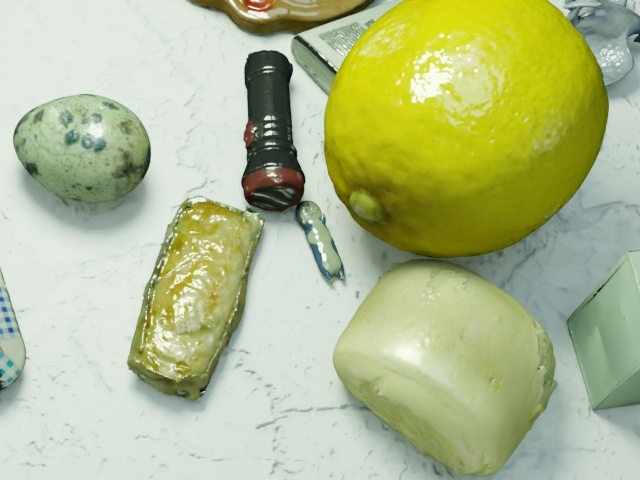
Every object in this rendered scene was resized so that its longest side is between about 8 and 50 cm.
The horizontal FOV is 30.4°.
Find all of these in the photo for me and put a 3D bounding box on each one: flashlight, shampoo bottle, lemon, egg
[{"bbox_3d":[-0.071,-0.156,1.611,0.093,0.093,0.232,-1,62,-10],"label":"flashlight"},{"bbox_3d":[0.112,-0.302,1.723,0.284,0.071,0.153,-34,71,-24],"label":"shampoo bottle"},{"bbox_3d":[0.165,-0.134,1.493,0.364,0.364,0.364,4,64,-7],"label":"lemon"},{"bbox_3d":[-0.309,-0.122,1.526,0.181,0.141,0.141,11,63,6],"label":"egg"}]

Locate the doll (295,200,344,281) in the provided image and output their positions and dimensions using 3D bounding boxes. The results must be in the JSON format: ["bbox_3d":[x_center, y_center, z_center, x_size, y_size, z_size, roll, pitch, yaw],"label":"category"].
[{"bbox_3d":[0.000,0.000,1.579,0.037,0.027,0.125,-15,67,-24],"label":"doll"}]

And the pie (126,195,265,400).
[{"bbox_3d":[-0.156,0.060,1.504,0.128,0.068,0.282,17,59,-2],"label":"pie"}]

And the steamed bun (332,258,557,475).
[{"bbox_3d":[0.160,0.138,1.460,0.273,0.166,0.232,39,66,10],"label":"steamed bun"}]

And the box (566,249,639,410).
[{"bbox_3d":[0.400,0.114,1.477,0.086,0.225,0.129,-6,66,-13],"label":"box"}]

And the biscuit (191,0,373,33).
[{"bbox_3d":[-0.074,-0.472,1.781,0.381,0.074,0.359,43,63,9],"label":"biscuit"}]

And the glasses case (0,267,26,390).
[{"bbox_3d":[-0.460,0.044,1.456,0.125,0.076,0.327,-16,69,-18],"label":"glasses case"}]

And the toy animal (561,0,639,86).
[{"bbox_3d":[0.414,-0.316,1.776,0.255,0.176,0.239,-7,56,26],"label":"toy animal"}]
